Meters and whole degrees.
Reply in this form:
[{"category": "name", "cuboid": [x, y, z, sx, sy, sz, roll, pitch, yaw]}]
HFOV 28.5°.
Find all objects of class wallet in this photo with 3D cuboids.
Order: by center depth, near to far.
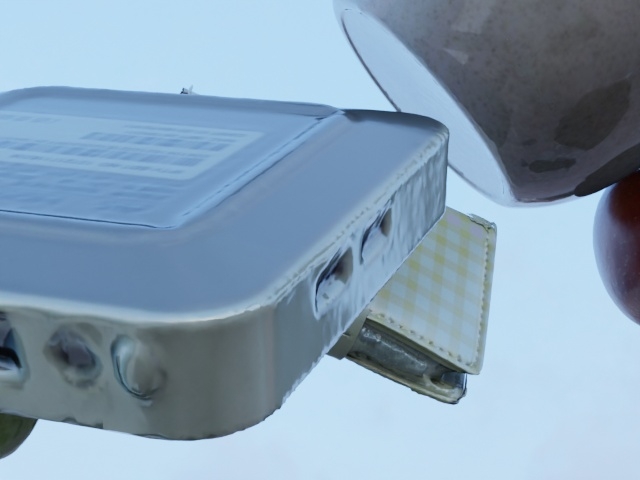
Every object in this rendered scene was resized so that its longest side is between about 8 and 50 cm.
[{"category": "wallet", "cuboid": [0.000, 0.000, 1.060, 0.310, 0.223, 0.077, 23, -53, -10]}]

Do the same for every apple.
[{"category": "apple", "cuboid": [0.384, 0.006, 1.361, 0.181, 0.168, 0.181, 3, -26, 2]}]

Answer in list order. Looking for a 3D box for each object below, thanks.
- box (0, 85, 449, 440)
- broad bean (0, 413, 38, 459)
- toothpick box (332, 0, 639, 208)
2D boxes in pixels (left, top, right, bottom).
[{"category": "box", "cuboid": [-0.138, -0.017, 0.753, 0.367, 0.373, 0.090, 5, -69, 20]}, {"category": "broad bean", "cuboid": [-0.285, 0.131, 0.938, 0.072, 0.153, 0.207, 22, -43, -37]}, {"category": "toothpick box", "cuboid": [0.264, -0.273, 1.292, 0.425, 0.409, 0.409, -41, -42, -4]}]
